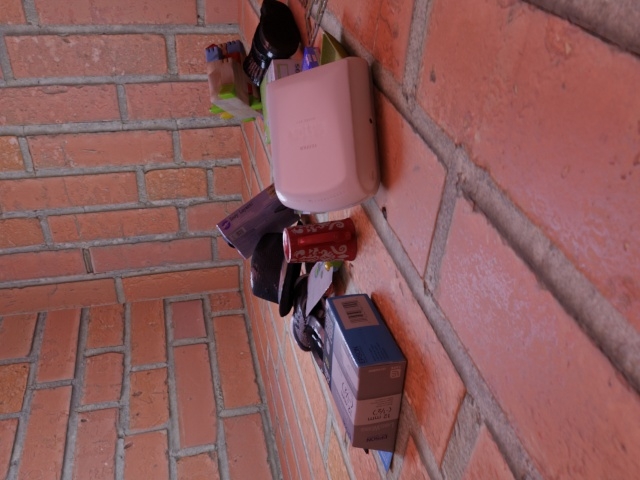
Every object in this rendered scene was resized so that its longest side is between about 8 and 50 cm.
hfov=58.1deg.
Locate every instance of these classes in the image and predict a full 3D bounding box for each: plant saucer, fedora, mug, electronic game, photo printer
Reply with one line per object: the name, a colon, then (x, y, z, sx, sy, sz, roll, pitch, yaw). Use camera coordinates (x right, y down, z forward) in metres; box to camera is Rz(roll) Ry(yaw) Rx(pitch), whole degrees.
plant saucer: (0.041, -0.386, 1.395, 0.188, 0.045, 0.188, -110, 19, -47)
fedora: (-0.150, 0.085, 1.935, 0.334, 0.153, 0.334, 9, -90, -87)
mug: (-0.002, -0.007, 1.454, 0.150, 0.169, 0.113, 103, 158, -53)
electronic game: (0.017, 0.324, 1.693, 0.229, 0.048, 0.229, 55, 159, 34)
photo printer: (0.004, -0.216, 1.259, 0.256, 0.107, 0.307, -3, 92, 39)

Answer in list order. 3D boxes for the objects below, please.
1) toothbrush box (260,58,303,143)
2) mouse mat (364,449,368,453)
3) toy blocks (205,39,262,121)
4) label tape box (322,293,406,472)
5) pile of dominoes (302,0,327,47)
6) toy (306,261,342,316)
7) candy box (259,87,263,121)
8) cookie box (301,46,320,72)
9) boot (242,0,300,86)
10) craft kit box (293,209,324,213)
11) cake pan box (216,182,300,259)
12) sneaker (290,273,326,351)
toothbrush box: (-0.110, -0.437, 1.846, 0.283, 0.122, 0.206, 178, 87, -75)
mouse mat: (0.101, 0.460, 1.560, 0.152, 0.007, 0.189, -149, 54, -73)
toy blocks: (-0.321, -0.615, 2.142, 0.381, 0.191, 0.260, 2, -99, -77)
label tape box: (0.087, 0.336, 1.339, 0.249, 0.115, 0.347, -118, 28, -56)
pile of dominoes: (-0.033, -0.687, 1.598, 0.251, 0.040, 0.196, 127, 136, -70)
toy: (0.015, 0.115, 1.662, 0.237, 0.056, 0.136, 117, 160, -54)
candy box: (-0.212, -0.594, 2.316, 0.165, 0.070, 0.196, -116, 24, -56)
cookie box: (-0.024, -0.479, 1.638, 0.107, 0.040, 0.091, 107, 155, -58)
boot: (-0.171, -0.614, 1.915, 0.348, 0.131, 0.260, -95, 25, -47)
craft kit box: (-0.046, -0.206, 1.815, 0.247, 0.061, 0.249, -174, 79, -74)
cake pan box: (-0.206, -0.061, 1.965, 0.070, 0.267, 0.246, 51, 176, 23)
sneaker: (-0.037, 0.251, 1.840, 0.153, 0.101, 0.268, -130, 40, -72)
